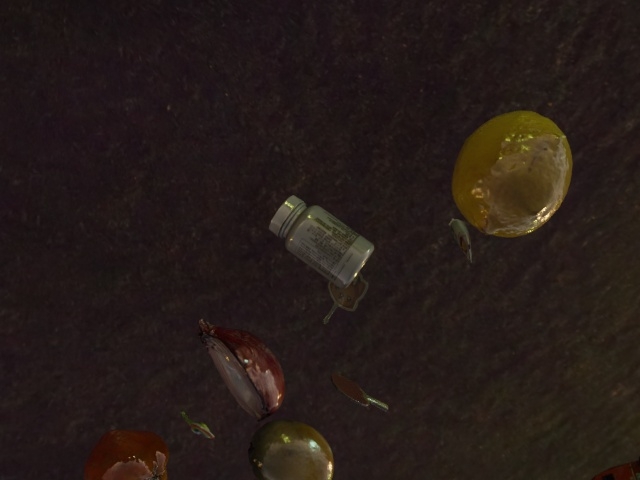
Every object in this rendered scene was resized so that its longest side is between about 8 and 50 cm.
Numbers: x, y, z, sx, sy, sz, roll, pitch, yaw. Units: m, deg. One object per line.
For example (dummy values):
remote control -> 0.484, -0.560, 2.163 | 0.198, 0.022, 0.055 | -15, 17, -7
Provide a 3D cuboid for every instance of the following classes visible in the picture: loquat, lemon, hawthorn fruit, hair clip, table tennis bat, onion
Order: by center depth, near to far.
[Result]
lemon -> 0.391, -0.134, 1.044 | 0.233, 0.233, 0.288 | 43, 67, -42
hawthorn fruit -> -0.429, 0.504, 1.121 | 0.189, 0.189, 0.189 | -14, 130, -18
onion -> -0.182, 0.287, 1.216 | 0.120, 0.227, 0.283 | -36, 94, -31
loquat -> -0.069, 0.530, 1.232 | 0.179, 0.179, 0.227 | -42, 116, 7
table tennis bat -> 0.128, 0.503, 1.656 | 0.234, 0.131, 0.022 | 33, 99, -22
hair clip -> -0.440, 0.641, 1.762 | 0.033, 0.188, 0.060 | -42, 124, -33

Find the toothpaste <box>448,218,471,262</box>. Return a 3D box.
toothpaste -> 0.432, -0.013, 1.539 | 0.058, 0.314, 0.056 | 34, 107, 0

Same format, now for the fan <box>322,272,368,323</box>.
fan -> 0.063, 0.178, 1.580 | 0.009, 0.132, 0.220 | 1, 126, -51

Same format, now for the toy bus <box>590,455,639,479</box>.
toy bus -> 0.550, 0.485, 0.828 | 0.120, 0.121, 0.265 | -29, 110, 27

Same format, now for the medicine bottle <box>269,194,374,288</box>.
medicine bottle -> 0.000, 0.000, 0.720 | 0.079, 0.140, 0.079 | -54, 173, -10
